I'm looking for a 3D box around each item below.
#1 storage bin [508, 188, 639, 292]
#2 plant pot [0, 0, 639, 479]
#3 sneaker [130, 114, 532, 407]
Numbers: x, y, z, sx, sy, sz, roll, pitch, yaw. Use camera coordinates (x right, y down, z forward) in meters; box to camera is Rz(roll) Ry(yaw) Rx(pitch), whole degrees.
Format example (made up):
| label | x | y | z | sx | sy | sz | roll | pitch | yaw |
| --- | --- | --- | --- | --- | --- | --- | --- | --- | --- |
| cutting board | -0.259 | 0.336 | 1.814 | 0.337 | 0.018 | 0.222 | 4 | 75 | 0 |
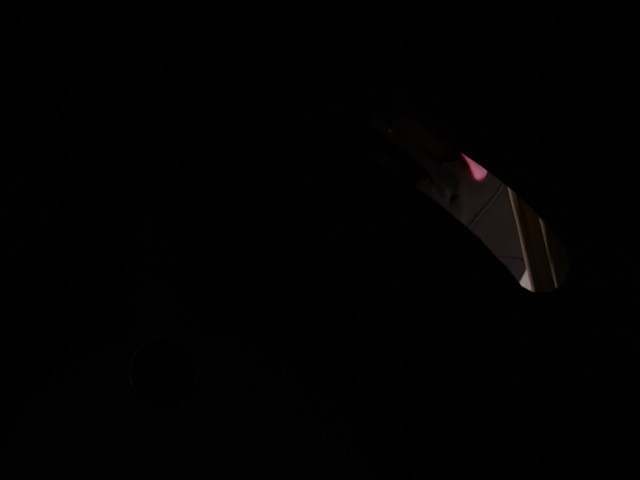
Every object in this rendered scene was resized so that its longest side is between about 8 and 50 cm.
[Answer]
| label | x | y | z | sx | sy | sz | roll | pitch | yaw |
| --- | --- | --- | --- | --- | --- | --- | --- | --- | --- |
| storage bin | 0.149 | -0.137 | 0.463 | 0.123 | 0.260 | 0.262 | 8 | 148 | -31 |
| plant pot | -0.057 | 0.049 | 0.284 | 0.341 | 0.341 | 0.334 | -59 | 170 | -2 |
| sneaker | 0.000 | 0.000 | 0.640 | 0.296 | 0.104 | 0.147 | -48 | 163 | -20 |
